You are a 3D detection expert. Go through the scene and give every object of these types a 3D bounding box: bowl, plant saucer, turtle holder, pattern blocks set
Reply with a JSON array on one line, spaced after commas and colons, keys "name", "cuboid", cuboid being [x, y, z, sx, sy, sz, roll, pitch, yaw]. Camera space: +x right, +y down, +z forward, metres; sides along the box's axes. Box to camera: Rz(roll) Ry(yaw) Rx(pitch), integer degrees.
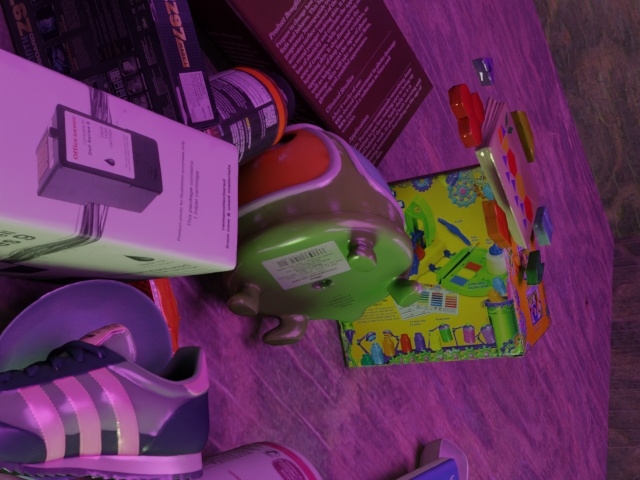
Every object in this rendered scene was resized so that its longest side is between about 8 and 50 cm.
[{"name": "bowl", "cuboid": [0.221, 0.445, 1.391, 0.142, 0.053, 0.142, 44, 46, -45]}, {"name": "plant saucer", "cuboid": [-0.229, 0.126, 0.706, 0.195, 0.037, 0.195, -17, 116, -41]}, {"name": "turtle holder", "cuboid": [0.009, -0.010, 0.981, 0.320, 0.243, 0.227, 16, 51, -43]}, {"name": "pattern blocks set", "cuboid": [0.262, -0.097, 1.061, 0.285, 0.026, 0.325, -49, 122, -53]}]

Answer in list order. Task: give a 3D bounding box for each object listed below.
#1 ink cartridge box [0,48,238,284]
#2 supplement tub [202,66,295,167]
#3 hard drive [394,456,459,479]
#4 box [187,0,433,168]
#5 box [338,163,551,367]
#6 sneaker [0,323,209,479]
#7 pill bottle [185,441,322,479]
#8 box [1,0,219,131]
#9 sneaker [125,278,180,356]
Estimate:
[{"name": "ink cartridge box", "cuboid": [-0.237, -0.042, 0.611, 0.289, 0.211, 0.121, 16, 70, -55]}, {"name": "supplement tub", "cuboid": [-0.106, -0.132, 0.840, 0.198, 0.106, 0.106, -39, 115, -53]}, {"name": "hard drive", "cuboid": [0.129, 0.487, 1.186, 0.319, 0.040, 0.210, -5, 86, -49]}, {"name": "box", "cuboid": [-0.013, -0.278, 1.054, 0.191, 0.143, 0.381, -55, 136, -13]}, {"name": "box", "cuboid": [0.177, 0.035, 1.194, 0.177, 0.290, 0.279, -19, 98, -59]}, {"name": "sneaker", "cuboid": [-0.221, 0.126, 0.628, 0.319, 0.112, 0.131, 24, 69, -50]}, {"name": "pill bottle", "cuboid": [-0.123, 0.304, 0.754, 0.283, 0.160, 0.160, 4, 79, -58]}, {"name": "box", "cuboid": [-0.209, -0.199, 0.720, 0.059, 0.183, 0.232, -28, 106, -58]}, {"name": "sneaker", "cuboid": [-0.172, 0.104, 0.824, 0.067, 0.064, 0.175, -8, 92, -69]}]
